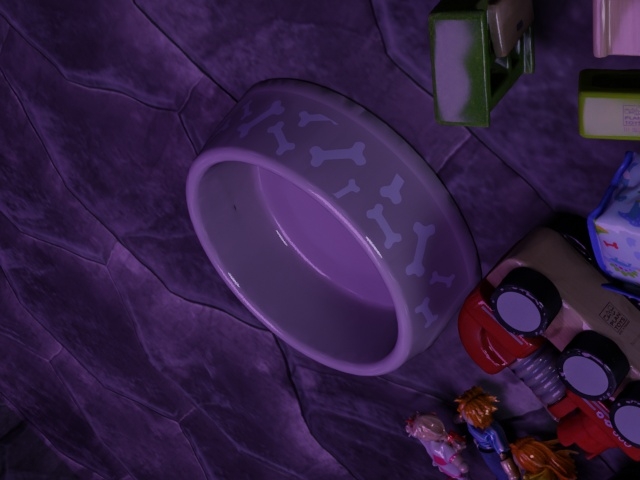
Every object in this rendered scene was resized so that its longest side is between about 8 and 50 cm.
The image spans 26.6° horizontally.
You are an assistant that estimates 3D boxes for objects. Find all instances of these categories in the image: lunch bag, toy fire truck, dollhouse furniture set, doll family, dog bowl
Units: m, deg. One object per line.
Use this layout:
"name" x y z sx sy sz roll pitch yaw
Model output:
"lunch bag" 0.297 0.015 1.096 0.129 0.096 0.151 22 157 32
"toy fire truck" 0.225 0.114 1.279 0.217 0.158 0.246 43 141 3
"dollhouse furniture set" 0.184 -0.237 0.946 0.197 0.151 0.301 5 117 22
"doll family" 0.206 0.246 1.505 0.263 0.118 0.163 39 162 50
"dog bowl" 0.000 0.000 1.442 0.349 0.102 0.349 33 148 23

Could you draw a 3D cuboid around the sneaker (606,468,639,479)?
"sneaker" 0.312 0.342 1.312 0.321 0.124 0.180 -99 -1 -64
